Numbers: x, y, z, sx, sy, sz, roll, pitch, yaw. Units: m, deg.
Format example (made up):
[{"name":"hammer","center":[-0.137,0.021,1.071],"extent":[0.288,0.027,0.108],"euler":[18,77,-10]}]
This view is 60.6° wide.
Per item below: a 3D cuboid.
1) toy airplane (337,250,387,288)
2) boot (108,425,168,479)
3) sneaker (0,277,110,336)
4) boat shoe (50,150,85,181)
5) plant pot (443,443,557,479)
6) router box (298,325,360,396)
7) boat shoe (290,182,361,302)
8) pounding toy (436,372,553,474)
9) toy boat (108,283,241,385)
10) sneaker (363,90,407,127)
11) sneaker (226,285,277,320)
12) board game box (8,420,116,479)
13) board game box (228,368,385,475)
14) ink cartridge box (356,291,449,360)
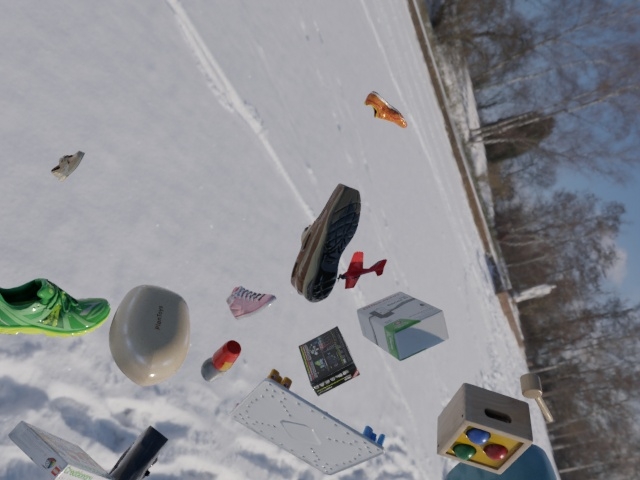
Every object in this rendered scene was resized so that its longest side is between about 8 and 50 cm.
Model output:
[{"name":"toy airplane","center":[0.109,0.078,1.393],"extent":[0.028,0.151,0.151],"euler":[57,4,34]},{"name":"boot","center":[-0.723,0.850,1.811],"extent":[0.146,0.367,0.445],"euler":[51,11,-9]},{"name":"sneaker","center":[-0.641,0.157,1.304],"extent":[0.296,0.123,0.109],"euler":[6,26,-42]},{"name":"boat shoe","center":[-0.892,-0.268,1.924],"extent":[0.059,0.170,0.063],"euler":[38,35,-30]},{"name":"plant pot","center":[0.460,0.661,1.322],"extent":[0.195,0.290,0.290],"euler":[-107,171,-54]},{"name":"router box","center":[0.015,0.234,1.070],"extent":[0.038,0.092,0.122],"euler":[63,0,-30]},{"name":"boat shoe","center":[0.000,0.000,1.458],"extent":[0.123,0.120,0.323],"euler":[18,95,-51]},{"name":"pounding toy","center":[0.332,0.330,0.978],"extent":[0.094,0.181,0.206],"euler":[-73,-178,-50]},{"name":"toy boat","center":[-0.358,0.260,1.338],"extent":[0.318,0.148,0.267],"euler":[25,38,-22]},{"name":"sneaker","center":[0.216,-0.423,1.818],"extent":[0.175,0.067,0.064],"euler":[33,13,-21]},{"name":"sneaker","center":[-0.162,0.132,1.230],"extent":[0.070,0.134,0.051],"euler":[60,39,-8]},{"name":"board game box","center":[-0.690,0.601,1.490],"extent":[0.053,0.193,0.305],"euler":[-51,156,-22]},{"name":"board game box","center":[-0.051,0.555,1.639],"extent":[0.390,0.390,0.050],"euler":[32,51,-5]},{"name":"ink cartridge box","center":[0.210,0.219,1.441],"extent":[0.208,0.153,0.086],"euler":[20,-52,65]}]
